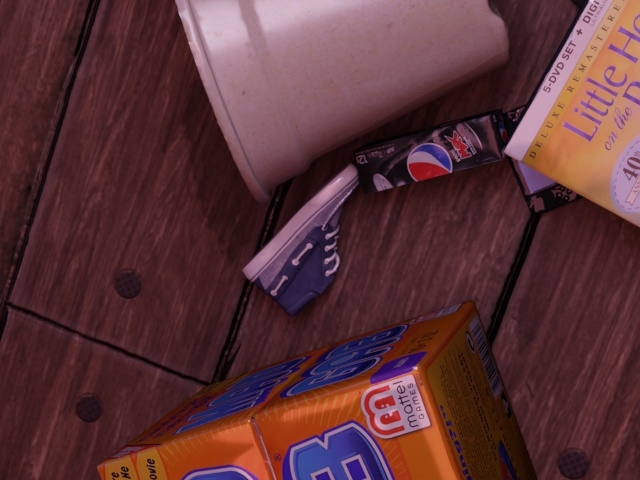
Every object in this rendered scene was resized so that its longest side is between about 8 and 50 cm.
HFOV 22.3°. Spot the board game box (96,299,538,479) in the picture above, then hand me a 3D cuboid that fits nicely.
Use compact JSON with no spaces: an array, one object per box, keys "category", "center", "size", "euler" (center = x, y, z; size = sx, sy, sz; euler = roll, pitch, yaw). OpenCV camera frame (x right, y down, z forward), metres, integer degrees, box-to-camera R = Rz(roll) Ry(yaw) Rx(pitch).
[{"category":"board game box","center":[0.034,0.311,1.755],"size":[0.356,0.356,0.357],"euler":[-19,93,15]}]

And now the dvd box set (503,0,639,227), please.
[{"category":"dvd box set","center":[0.445,-0.125,1.683],"size":[0.420,0.062,0.308],"euler":[30,103,1]}]

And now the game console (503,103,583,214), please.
[{"category":"game console","center":[0.257,-0.097,1.789],"size":[0.107,0.071,0.122],"euler":[-22,92,15]}]

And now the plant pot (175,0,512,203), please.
[{"category":"plant pot","center":[0.026,-0.245,1.718],"size":[0.305,0.334,0.334],"euler":[-19,94,5]}]

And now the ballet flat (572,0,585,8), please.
[{"category":"ballet flat","center":[0.282,-0.381,1.728],"size":[0.095,0.096,0.280],"euler":[-4,98,12]}]

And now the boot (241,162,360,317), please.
[{"category":"boot","center":[0.000,0.000,1.875],"size":[0.086,0.069,0.190],"euler":[43,113,-3]}]

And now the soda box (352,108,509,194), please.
[{"category":"soda box","center":[0.126,-0.100,1.817],"size":[0.169,0.060,0.053],"euler":[-14,97,22]}]
